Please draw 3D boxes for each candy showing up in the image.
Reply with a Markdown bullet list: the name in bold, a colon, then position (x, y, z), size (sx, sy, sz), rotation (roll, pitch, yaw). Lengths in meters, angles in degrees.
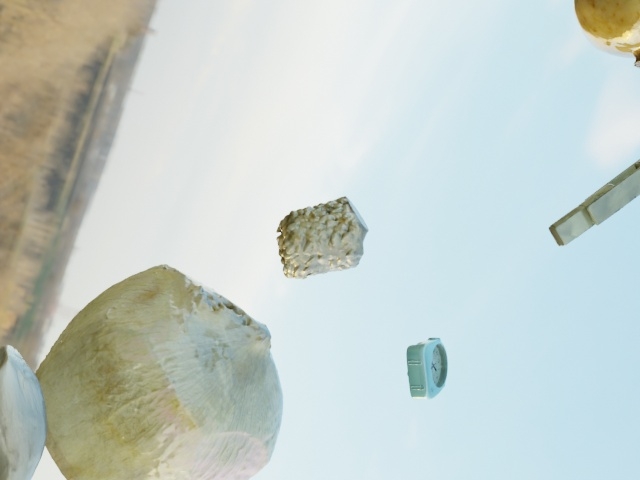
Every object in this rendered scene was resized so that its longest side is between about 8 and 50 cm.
- **candy**: position (0.000, 0.000, 1.347), size (0.085, 0.110, 0.095), rotation (-117, -155, -42)

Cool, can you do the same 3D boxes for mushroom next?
- **mushroom**: position (-0.381, 0.232, 1.349), size (0.097, 0.088, 0.212), rotation (7, -79, 40)

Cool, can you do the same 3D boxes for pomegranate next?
- **pomegranate**: position (0.429, -0.316, 1.483), size (0.196, 0.196, 0.196), rotation (-161, -90, -78)

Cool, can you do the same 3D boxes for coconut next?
- **coconut**: position (-0.235, 0.230, 1.786), size (0.404, 0.405, 0.404), rotation (-161, -90, -78)

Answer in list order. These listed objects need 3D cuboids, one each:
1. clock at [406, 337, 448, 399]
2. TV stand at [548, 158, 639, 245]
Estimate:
- **clock**: position (0.211, 0.238, 2.132), size (0.147, 0.045, 0.108), rotation (-20, 106, -62)
- **TV stand**: position (0.456, -0.073, 1.709), size (0.249, 0.036, 0.042), rotation (-34, -168, -14)
